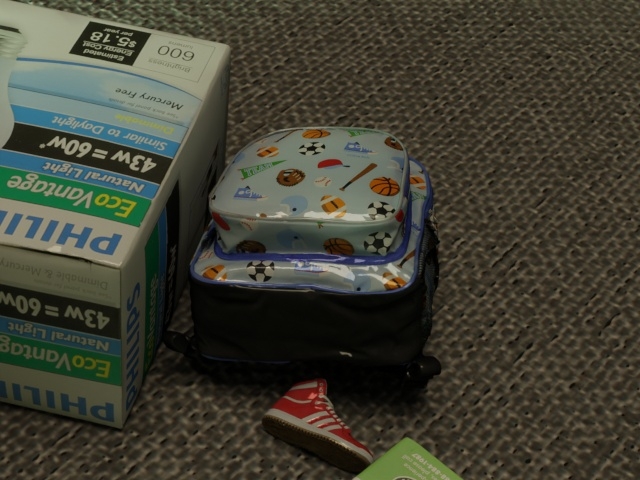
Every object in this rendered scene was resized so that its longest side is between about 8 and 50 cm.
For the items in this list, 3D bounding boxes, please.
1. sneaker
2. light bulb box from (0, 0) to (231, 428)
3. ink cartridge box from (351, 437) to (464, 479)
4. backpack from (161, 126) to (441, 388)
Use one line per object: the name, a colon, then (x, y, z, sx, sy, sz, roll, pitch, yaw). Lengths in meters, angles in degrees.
sneaker: (0.010, 0.175, 1.404, 0.118, 0.042, 0.067, 23, 49, 21)
light bulb box: (-0.308, -0.045, 1.474, 0.358, 0.225, 0.361, 12, 42, 6)
ink cartridge box: (0.022, 0.341, 1.171, 0.207, 0.119, 0.353, 36, 50, 28)
backpack: (0.000, 0.000, 1.477, 0.276, 0.213, 0.263, 7, 27, 7)
